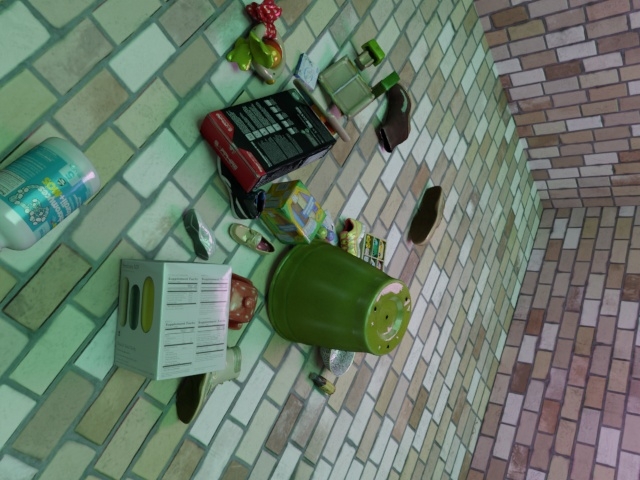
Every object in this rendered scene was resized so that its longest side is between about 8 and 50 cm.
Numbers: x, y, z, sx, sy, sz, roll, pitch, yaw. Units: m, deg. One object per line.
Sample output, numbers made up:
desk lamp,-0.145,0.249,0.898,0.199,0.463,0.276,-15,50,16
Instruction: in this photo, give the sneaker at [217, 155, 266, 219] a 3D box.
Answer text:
sneaker,-0.219,-0.167,1.433,0.079,0.121,0.217,-33,115,-45

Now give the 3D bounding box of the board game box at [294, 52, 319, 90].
board game box,-0.046,-0.585,1.703,0.090,0.020,0.090,31,67,-44

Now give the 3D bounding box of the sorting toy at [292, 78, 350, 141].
sorting toy,0.000,-0.421,1.618,0.038,0.208,0.193,-42,155,6

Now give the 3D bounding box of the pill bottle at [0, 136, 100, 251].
pill bottle,-0.590,-0.080,0.988,0.264,0.146,0.146,-54,128,-33

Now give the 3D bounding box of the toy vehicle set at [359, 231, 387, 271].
toy vehicle set,0.196,0.110,1.981,0.166,0.035,0.267,18,77,-48

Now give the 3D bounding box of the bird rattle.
bird rattle,-0.178,-0.603,1.511,0.207,0.143,0.254,54,39,-49

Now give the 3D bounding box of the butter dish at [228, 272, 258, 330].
butter dish,-0.239,0.176,1.418,0.160,0.118,0.160,28,69,-46

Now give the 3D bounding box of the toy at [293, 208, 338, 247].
toy,0.000,0.000,1.739,0.237,0.056,0.137,-39,120,-41

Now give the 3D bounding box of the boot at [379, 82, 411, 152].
boot,0.309,-0.517,2.060,0.207,0.090,0.248,-46,127,-41

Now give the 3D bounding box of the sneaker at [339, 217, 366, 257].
sneaker,0.101,0.008,1.848,0.094,0.081,0.209,35,57,-37

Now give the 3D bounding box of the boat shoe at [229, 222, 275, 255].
boat shoe,-0.202,-0.005,1.502,0.170,0.059,0.063,34,66,-44

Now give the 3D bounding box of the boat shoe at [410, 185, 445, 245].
boat shoe,0.519,-0.100,2.285,0.110,0.121,0.341,50,54,-36

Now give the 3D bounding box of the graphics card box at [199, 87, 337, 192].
graphics card box,-0.145,-0.310,1.466,0.233,0.094,0.371,51,47,4

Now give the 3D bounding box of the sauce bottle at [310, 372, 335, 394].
sauce bottle,0.007,0.514,1.767,0.128,0.042,0.042,46,58,-36

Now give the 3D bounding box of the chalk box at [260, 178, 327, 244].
chalk box,-0.082,-0.071,1.581,0.213,0.132,0.132,52,53,-32

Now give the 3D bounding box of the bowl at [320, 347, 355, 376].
bowl,0.051,0.400,1.778,0.170,0.080,0.170,-17,111,-53

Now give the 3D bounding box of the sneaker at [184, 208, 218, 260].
sneaker,-0.331,-0.023,1.367,0.061,0.053,0.152,-46,130,-49

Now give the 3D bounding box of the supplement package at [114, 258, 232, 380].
supplement package,-0.363,0.183,1.212,0.198,0.199,0.263,6,87,-49

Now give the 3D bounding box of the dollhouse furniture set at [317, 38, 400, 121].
dollhouse furniture set,0.121,-0.591,1.864,0.301,0.151,0.198,-42,101,-20

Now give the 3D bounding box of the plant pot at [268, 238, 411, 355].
plant pot,0.086,0.204,1.575,0.366,0.353,0.367,-14,110,-44

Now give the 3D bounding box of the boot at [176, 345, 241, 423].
boot,-0.305,0.400,1.375,0.165,0.077,0.213,12,98,-62
